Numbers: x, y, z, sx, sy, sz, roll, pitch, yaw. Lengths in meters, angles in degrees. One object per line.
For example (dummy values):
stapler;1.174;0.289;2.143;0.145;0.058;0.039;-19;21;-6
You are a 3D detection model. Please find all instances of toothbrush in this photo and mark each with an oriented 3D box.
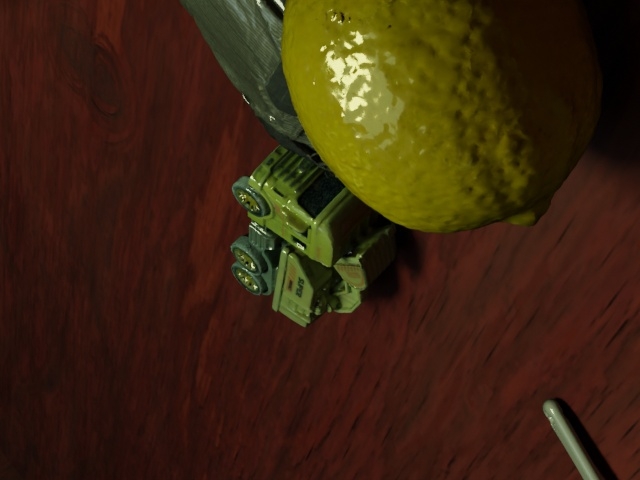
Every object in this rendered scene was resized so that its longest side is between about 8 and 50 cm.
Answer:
toothbrush;0.249;0.242;1.280;0.304;0.030;0.030;58;156;2

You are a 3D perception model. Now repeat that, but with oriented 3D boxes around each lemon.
lemon;0.069;-0.100;0.995;0.193;0.180;0.180;35;158;-8

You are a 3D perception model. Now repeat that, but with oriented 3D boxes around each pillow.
pillow;-0.062;-0.192;1.215;0.335;0.092;0.161;52;161;6

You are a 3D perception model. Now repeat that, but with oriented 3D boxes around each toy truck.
toy truck;0.000;0.000;1.358;0.116;0.085;0.191;37;155;16
